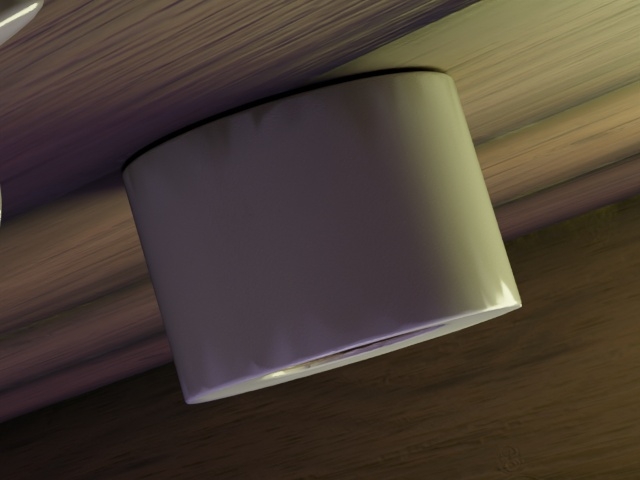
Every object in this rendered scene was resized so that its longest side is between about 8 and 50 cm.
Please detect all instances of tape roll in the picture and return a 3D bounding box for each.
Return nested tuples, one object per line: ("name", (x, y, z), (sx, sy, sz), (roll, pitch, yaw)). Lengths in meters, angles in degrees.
("tape roll", (0.000, 0.000, 1.272), (0.246, 0.169, 0.246), (-17, 174, -2))

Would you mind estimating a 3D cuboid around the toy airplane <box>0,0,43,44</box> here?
("toy airplane", (-0.261, 0.016, 0.540), (0.384, 0.272, 0.386), (-54, 174, -16))
